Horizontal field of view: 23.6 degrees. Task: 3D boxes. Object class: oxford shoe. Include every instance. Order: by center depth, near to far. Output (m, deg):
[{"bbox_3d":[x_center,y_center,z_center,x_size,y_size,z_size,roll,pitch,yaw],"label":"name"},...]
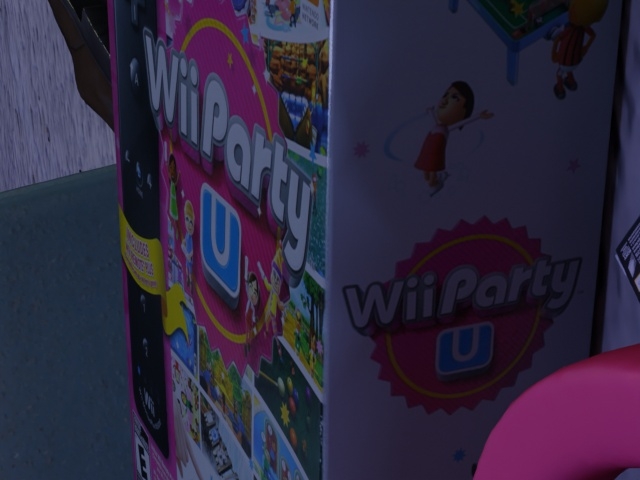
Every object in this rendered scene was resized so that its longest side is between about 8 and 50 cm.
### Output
[{"bbox_3d":[-0.111,-0.121,0.791,0.096,0.083,0.227,99,154,-48],"label":"oxford shoe"}]

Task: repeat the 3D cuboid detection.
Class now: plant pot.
[{"bbox_3d":[-0.198,0.115,0.870,0.247,0.252,0.247,138,120,-65],"label":"plant pot"}]

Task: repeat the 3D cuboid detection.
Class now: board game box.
[{"bbox_3d":[0.000,0.000,0.532,0.224,0.098,0.303,-139,45,-59],"label":"board game box"}]

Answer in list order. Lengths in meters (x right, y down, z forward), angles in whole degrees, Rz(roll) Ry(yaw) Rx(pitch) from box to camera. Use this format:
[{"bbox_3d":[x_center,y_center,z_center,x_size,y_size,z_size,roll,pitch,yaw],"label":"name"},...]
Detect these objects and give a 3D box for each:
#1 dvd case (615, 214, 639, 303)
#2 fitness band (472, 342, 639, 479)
[{"bbox_3d":[0.113,0.027,0.361,0.087,0.013,0.119,112,145,-53],"label":"dvd case"},{"bbox_3d":[0.106,0.161,0.354,0.209,0.054,0.290,-155,54,-63],"label":"fitness band"}]
